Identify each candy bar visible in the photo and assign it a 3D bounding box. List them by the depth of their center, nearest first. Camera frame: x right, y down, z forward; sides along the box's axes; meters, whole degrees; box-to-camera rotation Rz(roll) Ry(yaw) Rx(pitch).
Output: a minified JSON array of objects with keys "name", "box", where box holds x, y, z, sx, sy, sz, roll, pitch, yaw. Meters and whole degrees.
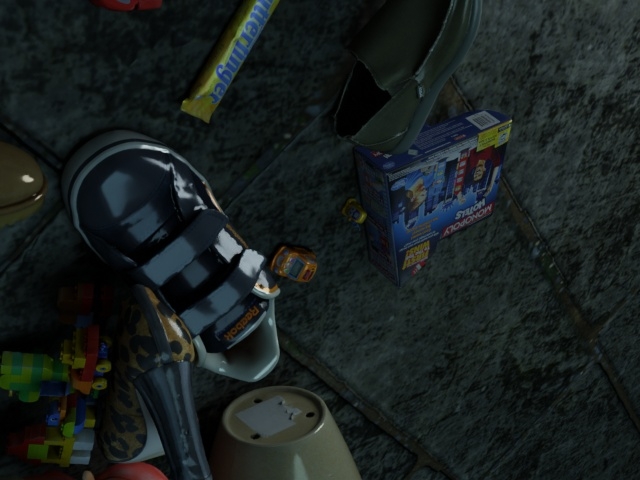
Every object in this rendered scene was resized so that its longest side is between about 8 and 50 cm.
[{"name":"candy bar","box":[-0.074,-0.180,0.938,0.040,0.018,0.161,17,111,-51]}]

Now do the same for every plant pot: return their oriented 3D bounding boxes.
[{"name":"plant pot","box":[-0.047,0.328,1.275,0.256,0.256,0.274,-21,120,-31]}]

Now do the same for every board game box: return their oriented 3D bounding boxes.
[{"name":"board game box","box":[0.123,-0.048,1.225,0.194,0.060,0.194,-24,139,-30]}]

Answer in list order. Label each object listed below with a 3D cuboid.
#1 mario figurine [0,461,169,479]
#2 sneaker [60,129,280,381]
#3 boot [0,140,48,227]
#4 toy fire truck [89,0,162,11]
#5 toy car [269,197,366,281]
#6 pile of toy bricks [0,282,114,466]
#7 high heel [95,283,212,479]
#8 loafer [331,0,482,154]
[{"name":"mario figurine","box":[-0.243,0.317,1.016,0.170,0.198,0.320,-13,168,7]},{"name":"sneaker","box":[-0.121,0.025,0.992,0.126,0.127,0.321,-41,142,-6]},{"name":"boot","box":[-0.277,-0.136,0.711,0.236,0.089,0.269,-5,126,-41]},{"name":"toy fire truck","box":[-0.169,-0.254,0.748,0.135,0.047,0.192,-15,134,-36]},{"name":"toy car","box":[0.000,0.000,1.160,0.122,0.040,0.060,-49,144,3]},{"name":"pile of toy bricks","box":[-0.260,0.125,0.980,0.105,0.118,0.212,6,141,-16]},{"name":"high heel","box":[-0.179,0.125,1.009,0.093,0.261,0.186,-17,99,-26]},{"name":"loafer","box":[0.079,-0.184,1.020,0.087,0.094,0.251,-10,136,-33]}]
